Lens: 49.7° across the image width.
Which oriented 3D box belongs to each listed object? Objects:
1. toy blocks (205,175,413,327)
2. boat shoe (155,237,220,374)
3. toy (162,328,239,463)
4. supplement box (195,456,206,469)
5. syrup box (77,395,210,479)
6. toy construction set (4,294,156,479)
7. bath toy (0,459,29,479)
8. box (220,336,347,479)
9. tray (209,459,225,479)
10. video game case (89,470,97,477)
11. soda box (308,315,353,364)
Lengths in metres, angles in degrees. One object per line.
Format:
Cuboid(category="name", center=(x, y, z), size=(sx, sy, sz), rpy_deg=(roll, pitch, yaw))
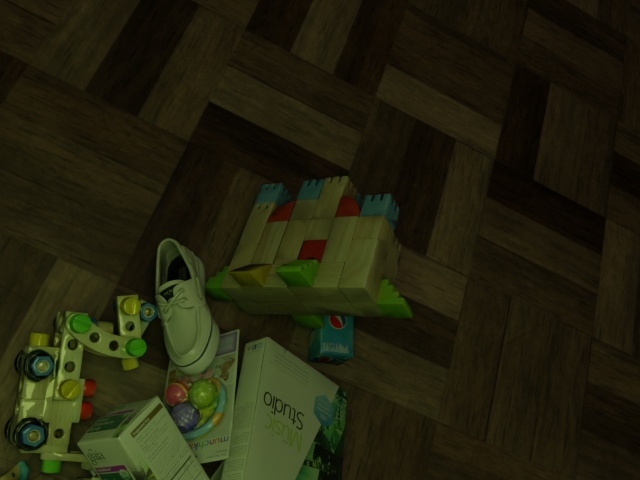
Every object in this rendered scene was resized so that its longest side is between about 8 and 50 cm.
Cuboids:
Cuboid(category="toy blocks", center=(0.000, 0.000, 1.253), size=(0.190, 0.382, 0.260), rpy_deg=(53, 45, -44))
Cuboid(category="boat shoe", center=(-0.235, 0.102, 1.162), size=(0.096, 0.088, 0.267), rpy_deg=(-24, 45, 12))
Cuboid(category="toy", center=(-0.207, 0.243, 1.111), size=(0.237, 0.137, 0.056), rpy_deg=(-89, 155, -47))
Cuboid(category="supplement box", center=(-0.234, 0.368, 1.107), size=(0.083, 0.055, 0.043), rpy_deg=(-21, 77, -28))
Cuboid(category="syrup box", center=(-0.231, 0.347, 0.985), size=(0.236, 0.093, 0.096), rpy_deg=(63, 34, -15))
Cuboid(category="toy construction set", center=(-0.364, 0.241, 1.086), size=(0.215, 0.151, 0.327), rpy_deg=(11, 63, -35))
Cuboid(category="bath toy", center=(-0.361, 0.484, 0.985), size=(0.348, 0.151, 0.129), rpy_deg=(47, 27, 3))
Cuboid(category="box", center=(-0.052, 0.349, 1.118), size=(0.232, 0.059, 0.321), rpy_deg=(41, 42, -36))
Cuboid(category="tray", center=(-0.071, 0.459, 1.143), size=(0.270, 0.030, 0.145), rpy_deg=(45, 35, -5))
Cuboid(category="video game case", center=(-0.275, 0.397, 1.121), size=(0.143, 0.019, 0.157), rpy_deg=(-26, 79, -30))
Cuboid(category="soda box", center=(0.021, 0.127, 1.329), size=(0.067, 0.071, 0.210), rpy_deg=(11, 65, -18))
